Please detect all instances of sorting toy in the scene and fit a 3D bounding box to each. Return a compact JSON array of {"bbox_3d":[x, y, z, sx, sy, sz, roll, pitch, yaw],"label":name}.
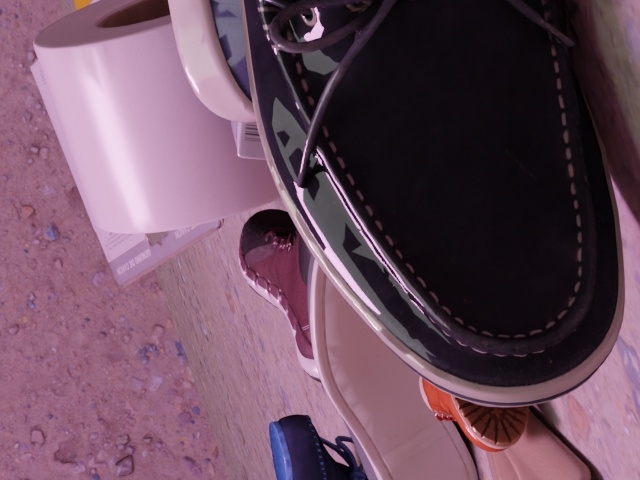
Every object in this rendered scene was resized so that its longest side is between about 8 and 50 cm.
[{"bbox_3d":[0.180,0.229,1.445,0.193,0.038,0.208,-134,31,-65],"label":"sorting toy"}]

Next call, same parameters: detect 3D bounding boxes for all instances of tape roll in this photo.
[{"bbox_3d":[-0.104,-0.128,1.619,0.246,0.246,0.169,-141,33,-70],"label":"tape roll"}]

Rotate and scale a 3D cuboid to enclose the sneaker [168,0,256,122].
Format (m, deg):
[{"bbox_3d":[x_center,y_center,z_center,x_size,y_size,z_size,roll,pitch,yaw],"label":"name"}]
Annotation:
[{"bbox_3d":[-0.042,-0.257,1.198,0.131,0.148,0.350,-36,-71,-60],"label":"sneaker"}]

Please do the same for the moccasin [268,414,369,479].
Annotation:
[{"bbox_3d":[0.015,0.294,2.180,0.342,0.116,0.138,77,180,-57],"label":"moccasin"}]

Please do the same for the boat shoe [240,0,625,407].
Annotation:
[{"bbox_3d":[0.039,-0.148,1.049,0.156,0.186,0.500,102,151,-81],"label":"boat shoe"}]

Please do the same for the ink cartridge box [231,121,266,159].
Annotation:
[{"bbox_3d":[-0.036,-0.182,1.389,0.224,0.045,0.223,-110,25,-79],"label":"ink cartridge box"}]

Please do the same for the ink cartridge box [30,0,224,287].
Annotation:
[{"bbox_3d":[-0.158,-0.121,1.984,0.309,0.130,0.272,-27,84,62],"label":"ink cartridge box"}]

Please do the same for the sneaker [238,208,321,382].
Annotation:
[{"bbox_3d":[0.000,0.000,1.798,0.281,0.106,0.163,-127,33,-53],"label":"sneaker"}]

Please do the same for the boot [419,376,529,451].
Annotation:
[{"bbox_3d":[0.114,0.118,1.451,0.158,0.059,0.085,-111,24,-50],"label":"boot"}]

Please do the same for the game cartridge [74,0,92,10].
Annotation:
[{"bbox_3d":[-0.179,-0.213,2.148,0.285,0.052,0.324,-6,103,60],"label":"game cartridge"}]

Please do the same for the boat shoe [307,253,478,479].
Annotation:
[{"bbox_3d":[0.049,0.111,1.653,0.099,0.116,0.319,44,157,58],"label":"boat shoe"}]
